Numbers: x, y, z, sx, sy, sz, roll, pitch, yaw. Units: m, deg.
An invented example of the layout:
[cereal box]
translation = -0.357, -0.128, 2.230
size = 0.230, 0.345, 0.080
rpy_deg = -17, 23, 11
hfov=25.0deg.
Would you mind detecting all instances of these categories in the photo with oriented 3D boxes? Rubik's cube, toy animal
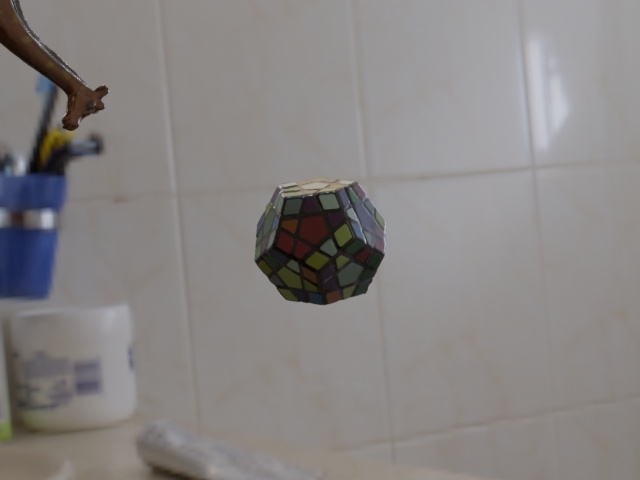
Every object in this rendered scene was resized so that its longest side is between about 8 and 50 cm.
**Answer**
[Rubik's cube]
translation = 0.000, 0.000, 1.398
size = 0.112, 0.133, 0.133
rpy_deg = -29, -11, 26
[toy animal]
translation = -0.302, -0.208, 1.266
size = 0.229, 0.224, 0.066
rpy_deg = 5, -24, -34
